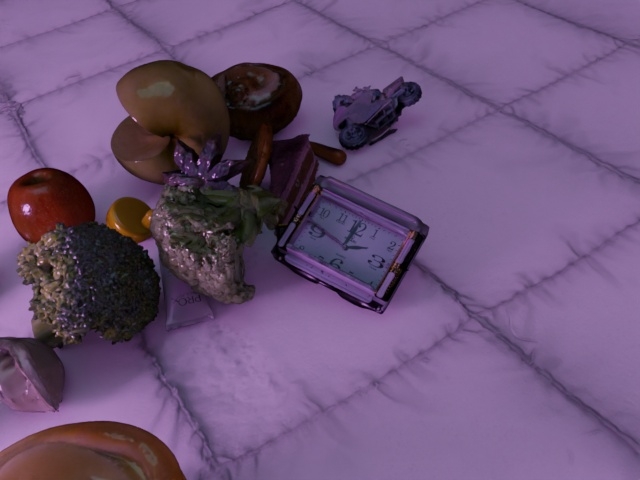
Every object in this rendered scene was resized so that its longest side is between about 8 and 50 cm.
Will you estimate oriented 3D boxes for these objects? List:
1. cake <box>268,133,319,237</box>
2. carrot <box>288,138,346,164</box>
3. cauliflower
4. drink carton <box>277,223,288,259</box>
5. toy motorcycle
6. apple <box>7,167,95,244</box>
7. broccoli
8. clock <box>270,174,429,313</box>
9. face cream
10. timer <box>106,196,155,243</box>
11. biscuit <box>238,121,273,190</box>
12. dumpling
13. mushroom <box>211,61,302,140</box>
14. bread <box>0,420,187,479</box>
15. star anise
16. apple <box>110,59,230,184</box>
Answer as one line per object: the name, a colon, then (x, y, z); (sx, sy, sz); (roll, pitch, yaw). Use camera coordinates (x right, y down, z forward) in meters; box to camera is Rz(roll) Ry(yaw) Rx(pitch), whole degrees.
cake: (-0.082, -0.121, 1.542); (0.113, 0.116, 0.295); (-3, 38, 11)
carrot: (-0.014, -0.221, 1.702); (0.190, 0.037, 0.037); (25, 51, 35)
cauliflower: (-0.179, -0.025, 1.317); (0.250, 0.272, 0.275); (-33, 56, 10)
drink carton: (0.000, 0.000, 1.416); (0.166, 0.071, 0.056); (-5, 43, 4)
toy motorcycle: (0.111, -0.336, 1.752); (0.239, 0.108, 0.204); (-28, 43, -20)
apple: (-0.589, -0.072, 1.548); (0.181, 0.168, 0.181); (-8, 35, 6)
broccoli: (-0.423, 0.076, 1.291); (0.260, 0.288, 0.235); (-8, 83, 21)
clock: (0.054, 0.005, 1.317); (0.253, 0.083, 0.186); (27, 73, 16)
face cream: (-0.281, 0.077, 1.401); (0.092, 0.058, 0.243); (-14, 47, -12)
timer: (-0.404, -0.048, 1.525); (0.107, 0.109, 0.107); (23, 45, -25)
biscuit: (-0.142, -0.171, 1.573); (0.027, 0.188, 0.188); (17, 37, -18)
dumpling: (-0.514, 0.223, 1.219); (0.199, 0.136, 0.118); (19, 55, 43)
mushroom: (-0.172, -0.361, 1.805); (0.253, 0.153, 0.253); (0, 46, 0)
bread: (-0.315, 0.367, 0.923); (0.316, 0.270, 0.211); (-19, 27, -2)
star anise: (-0.266, -0.115, 1.522); (0.262, 0.230, 0.081); (-32, -2, 13)
apple: (-0.356, -0.277, 1.646); (0.292, 0.292, 0.254); (-14, 37, -4)
